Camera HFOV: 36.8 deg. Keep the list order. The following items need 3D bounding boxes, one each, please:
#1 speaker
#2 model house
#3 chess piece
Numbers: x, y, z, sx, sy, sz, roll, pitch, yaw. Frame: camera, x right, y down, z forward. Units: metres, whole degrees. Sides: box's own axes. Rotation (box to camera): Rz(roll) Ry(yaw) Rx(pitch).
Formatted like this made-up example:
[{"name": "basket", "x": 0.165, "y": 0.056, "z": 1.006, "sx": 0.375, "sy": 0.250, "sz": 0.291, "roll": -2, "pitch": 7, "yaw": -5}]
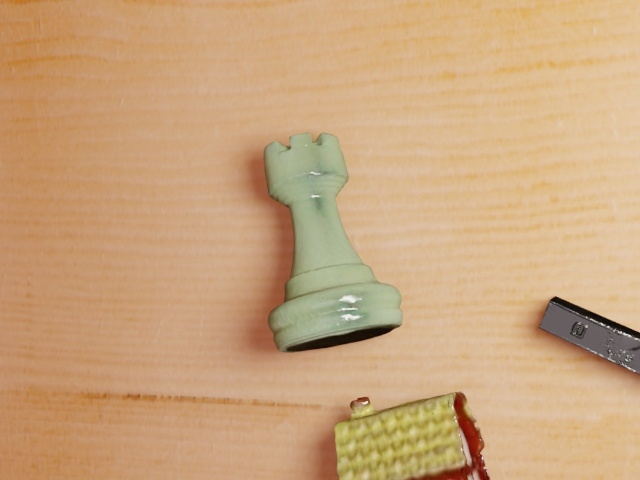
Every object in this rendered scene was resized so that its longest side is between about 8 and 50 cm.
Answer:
[{"name": "speaker", "x": 0.409, "y": 0.141, "z": 1.305, "sx": 0.218, "sy": 0.082, "sz": 0.044, "roll": 25, "pitch": 100, "yaw": 19}, {"name": "model house", "x": 0.138, "y": 0.333, "z": 1.364, "sx": 0.196, "sy": 0.160, "sz": 0.253, "roll": -19, "pitch": 84, "yaw": 20}, {"name": "chess piece", "x": 0.000, "y": 0.000, "z": 1.401, "sx": 0.195, "sy": 0.194, "sz": 0.299, "roll": -16, "pitch": 77, "yaw": 19}]
